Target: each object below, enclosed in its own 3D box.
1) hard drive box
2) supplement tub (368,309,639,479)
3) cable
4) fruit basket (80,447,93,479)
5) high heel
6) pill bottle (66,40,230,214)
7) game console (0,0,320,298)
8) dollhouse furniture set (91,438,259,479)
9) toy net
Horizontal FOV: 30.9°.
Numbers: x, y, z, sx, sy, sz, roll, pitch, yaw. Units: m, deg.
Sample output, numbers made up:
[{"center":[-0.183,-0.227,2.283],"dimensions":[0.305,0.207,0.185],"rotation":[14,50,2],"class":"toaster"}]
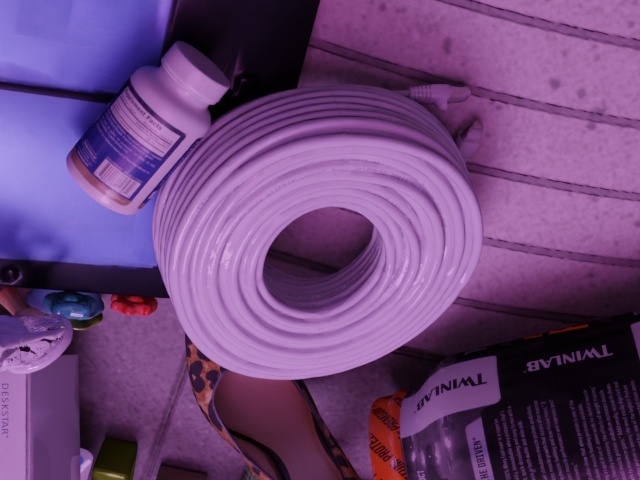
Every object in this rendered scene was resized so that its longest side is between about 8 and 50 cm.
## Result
[{"center":[-0.332,0.191,1.005],"dimensions":[0.232,0.089,0.181],"rotation":[-2,85,17],"class":"hard drive box"},{"center":[0.224,0.174,0.970],"dimensions":[0.338,0.207,0.207],"rotation":[-15,120,13],"class":"supplement tub"},{"center":[0.000,0.000,0.905],"dimensions":[0.257,0.089,0.257],"rotation":[0,126,-18],"class":"cable"},{"center":[-0.418,0.307,1.132],"dimensions":[0.327,0.165,0.353],"rotation":[20,112,3],"class":"fruit basket"},{"center":[-0.032,0.156,0.975],"dimensions":[0.093,0.186,0.261],"rotation":[-31,94,-13],"class":"high heel"},{"center":[-0.121,-0.082,0.827],"dimensions":[0.067,0.067,0.120],"rotation":[38,106,-18],"class":"pill bottle"},{"center":[-0.209,-0.111,0.850],"dimensions":[0.387,0.060,0.342],"rotation":[5,125,-20],"class":"game console"},{"center":[-0.090,0.333,1.130],"dimensions":[0.302,0.151,0.197],"rotation":[12,123,-3],"class":"dollhouse furniture set"},{"center":[-0.206,0.069,0.930],"dimensions":[0.122,0.232,0.045],"rotation":[12,104,5],"class":"toy net"}]
